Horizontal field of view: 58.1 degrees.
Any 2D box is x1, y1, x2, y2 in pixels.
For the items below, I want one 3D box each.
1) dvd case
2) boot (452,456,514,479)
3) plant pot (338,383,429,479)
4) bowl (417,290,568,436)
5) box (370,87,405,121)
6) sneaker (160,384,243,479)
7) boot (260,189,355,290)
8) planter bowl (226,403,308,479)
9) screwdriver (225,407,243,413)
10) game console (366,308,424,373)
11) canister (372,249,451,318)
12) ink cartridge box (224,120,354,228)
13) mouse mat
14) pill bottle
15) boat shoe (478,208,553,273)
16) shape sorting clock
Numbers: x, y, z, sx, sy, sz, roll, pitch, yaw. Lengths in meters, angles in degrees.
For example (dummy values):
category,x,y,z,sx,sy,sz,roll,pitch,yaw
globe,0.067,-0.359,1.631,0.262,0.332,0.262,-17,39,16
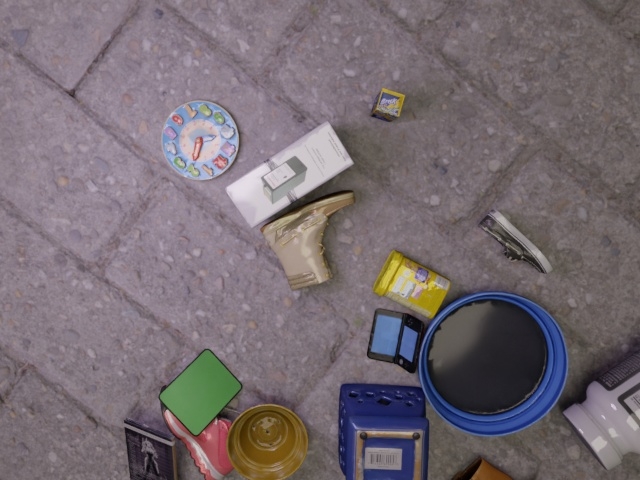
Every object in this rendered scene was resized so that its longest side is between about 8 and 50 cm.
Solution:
category,x,y,z,sx,sy,sz,roll,pitch,yaw
dvd case,-0.456,0.596,1.561,0.164,0.018,0.221,11,114,24
boot,0.426,0.760,1.586,0.211,0.104,0.295,36,91,2
plant pot,0.165,0.523,1.498,0.236,0.212,0.236,2,98,1
bowl,0.451,0.321,1.535,0.391,0.077,0.391,0,97,1
box,0.162,-0.329,1.414,0.059,0.169,0.054,17,96,-2
sneaker,-0.317,0.503,1.571,0.136,0.116,0.314,-32,102,-6
boot,0.000,0.000,1.495,0.262,0.095,0.203,-25,95,6
planter bowl,-0.143,0.533,1.562,0.217,0.090,0.217,0,95,-4
screwdriver,-0.276,0.462,1.592,0.170,0.024,0.025,24,68,0
game console,0.199,0.267,1.532,0.085,0.124,0.144,6,98,-26
canister,0.241,0.118,1.516,0.170,0.073,0.126,27,97,-3
ink cartridge box,-0.071,-0.163,1.420,0.289,0.211,0.121,-32,97,6
mouse mat,-0.317,0.403,1.538,0.152,0.007,0.189,49,57,-4
pill bottle,0.824,0.409,1.471,0.363,0.210,0.210,-37,95,6
boat shoe,0.504,0.017,1.501,0.219,0.078,0.070,44,95,4
shape sorting clock,-0.313,-0.260,1.497,0.206,0.040,0.206,0,97,1
